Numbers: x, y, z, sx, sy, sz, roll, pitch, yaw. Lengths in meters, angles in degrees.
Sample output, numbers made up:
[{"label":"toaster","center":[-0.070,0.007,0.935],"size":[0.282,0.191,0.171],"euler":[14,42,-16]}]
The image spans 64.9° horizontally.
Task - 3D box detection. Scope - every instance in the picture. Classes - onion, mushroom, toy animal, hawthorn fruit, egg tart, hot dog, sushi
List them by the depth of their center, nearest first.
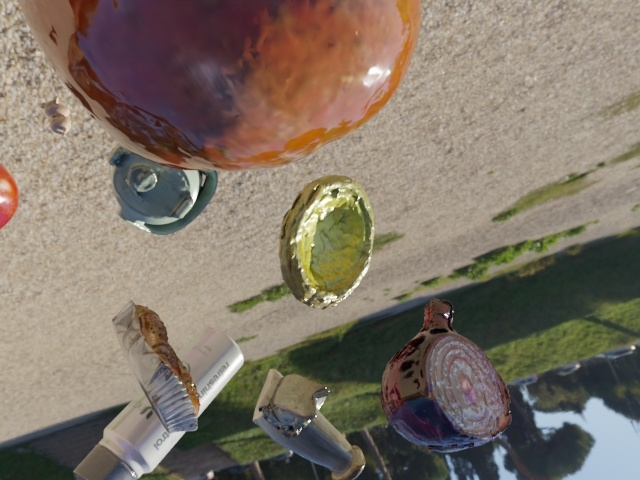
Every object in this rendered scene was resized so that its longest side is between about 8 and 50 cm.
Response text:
[{"label":"hawthorn fruit","center":[-0.077,-0.174,0.387],"size":[0.284,0.284,0.284],"euler":[-18,165,-5]},{"label":"hot dog","center":[-0.183,0.132,0.557],"size":[0.053,0.099,0.192],"euler":[-22,-148,-26]},{"label":"onion","center":[0.169,0.193,0.736],"size":[0.195,0.218,0.140],"euler":[11,146,-27]},{"label":"sushi","center":[-0.065,0.338,1.058],"size":[0.134,0.109,0.273],"euler":[-53,174,-15]},{"label":"egg tart","center":[0.000,0.000,1.292],"size":[0.132,0.345,0.345],"euler":[8,-173,42]},{"label":"mushroom","center":[-0.047,0.578,1.518],"size":[0.154,0.407,0.137],"euler":[-48,-176,-25]},{"label":"toy animal","center":[-0.907,-0.428,1.740],"size":[0.083,0.150,0.089],"euler":[-28,171,-6]}]

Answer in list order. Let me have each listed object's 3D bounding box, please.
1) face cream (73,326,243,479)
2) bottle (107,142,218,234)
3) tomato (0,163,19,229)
[{"label":"face cream","center":[-0.240,0.261,0.731],"size":[0.311,0.092,0.092],"euler":[-46,-175,-39]},{"label":"bottle","center":[-0.341,-0.136,1.081],"size":[0.229,0.229,0.352],"euler":[-15,-160,-14]},{"label":"tomato","center":[-0.604,-0.069,0.828],"size":[0.187,0.187,0.151],"euler":[-17,134,-8]}]
